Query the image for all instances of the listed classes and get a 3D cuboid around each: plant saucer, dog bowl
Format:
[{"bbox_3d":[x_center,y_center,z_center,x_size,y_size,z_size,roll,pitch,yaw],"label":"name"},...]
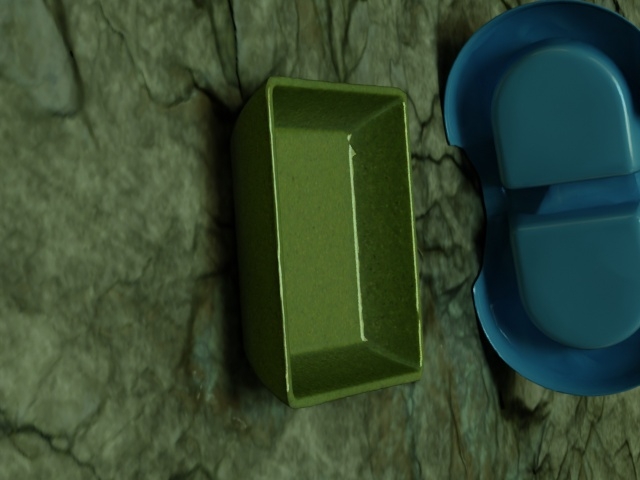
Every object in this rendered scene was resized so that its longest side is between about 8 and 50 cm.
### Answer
[{"bbox_3d":[0.000,0.000,1.151,0.188,0.045,0.188,-4,90,-63],"label":"plant saucer"},{"bbox_3d":[0.190,-0.036,1.410,0.074,0.166,0.297,-47,128,-70],"label":"dog bowl"}]
